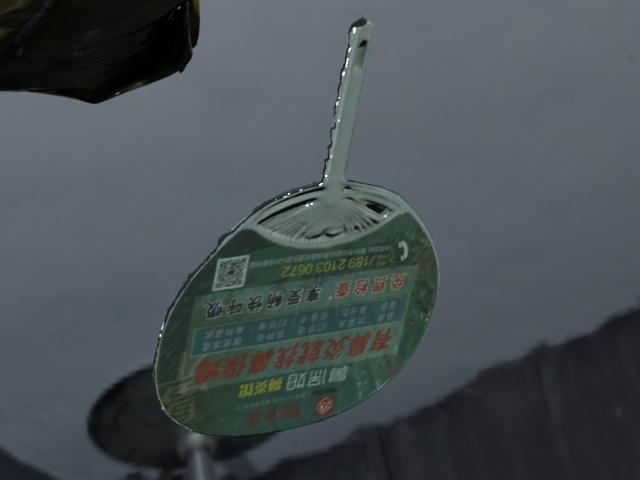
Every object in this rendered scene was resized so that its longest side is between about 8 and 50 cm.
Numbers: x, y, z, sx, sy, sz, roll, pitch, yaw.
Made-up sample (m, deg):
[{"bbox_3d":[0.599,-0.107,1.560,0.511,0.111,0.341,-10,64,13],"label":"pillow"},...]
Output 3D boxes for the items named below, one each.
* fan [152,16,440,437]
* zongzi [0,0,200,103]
[{"bbox_3d":[-0.024,0.024,0.970,0.223,0.012,0.294,-32,132,-15],"label":"fan"},{"bbox_3d":[-0.157,-0.150,0.547,0.289,0.123,0.260,-10,149,-34],"label":"zongzi"}]
